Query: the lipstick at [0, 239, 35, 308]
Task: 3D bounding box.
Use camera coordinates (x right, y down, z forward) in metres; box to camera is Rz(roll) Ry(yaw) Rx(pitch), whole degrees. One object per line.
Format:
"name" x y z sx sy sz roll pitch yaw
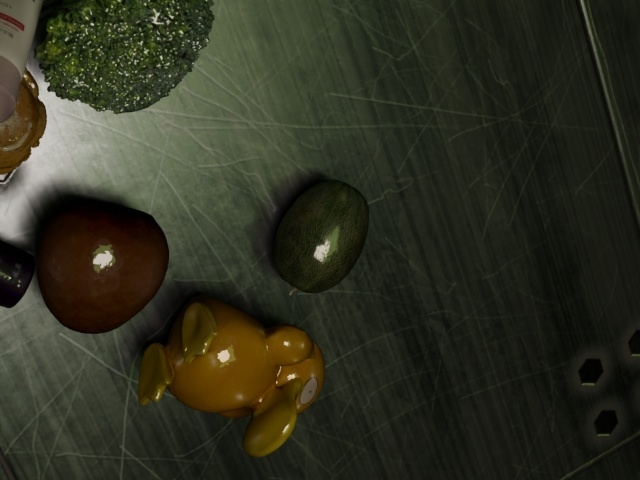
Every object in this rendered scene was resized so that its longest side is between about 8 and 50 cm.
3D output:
"lipstick" -0.479 -0.004 1.418 0.300 0.081 0.081 25 92 -28

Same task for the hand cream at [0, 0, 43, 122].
"hand cream" -0.365 -0.248 1.356 0.133 0.083 0.248 16 54 -30

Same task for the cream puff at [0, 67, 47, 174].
"cream puff" -0.385 -0.145 1.407 0.126 0.103 0.144 -21 83 -20

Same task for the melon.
"melon" 0.000 0.000 1.614 0.114 0.114 0.167 30 87 -27

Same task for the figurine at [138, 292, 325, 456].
"figurine" -0.103 0.165 1.581 0.228 0.215 0.215 40 85 -15

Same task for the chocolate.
"chocolate" -0.267 0.037 1.478 0.177 0.177 0.177 -6 106 -23

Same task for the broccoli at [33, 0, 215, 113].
"broccoli" -0.220 -0.257 1.422 0.176 0.198 0.226 4 71 8
